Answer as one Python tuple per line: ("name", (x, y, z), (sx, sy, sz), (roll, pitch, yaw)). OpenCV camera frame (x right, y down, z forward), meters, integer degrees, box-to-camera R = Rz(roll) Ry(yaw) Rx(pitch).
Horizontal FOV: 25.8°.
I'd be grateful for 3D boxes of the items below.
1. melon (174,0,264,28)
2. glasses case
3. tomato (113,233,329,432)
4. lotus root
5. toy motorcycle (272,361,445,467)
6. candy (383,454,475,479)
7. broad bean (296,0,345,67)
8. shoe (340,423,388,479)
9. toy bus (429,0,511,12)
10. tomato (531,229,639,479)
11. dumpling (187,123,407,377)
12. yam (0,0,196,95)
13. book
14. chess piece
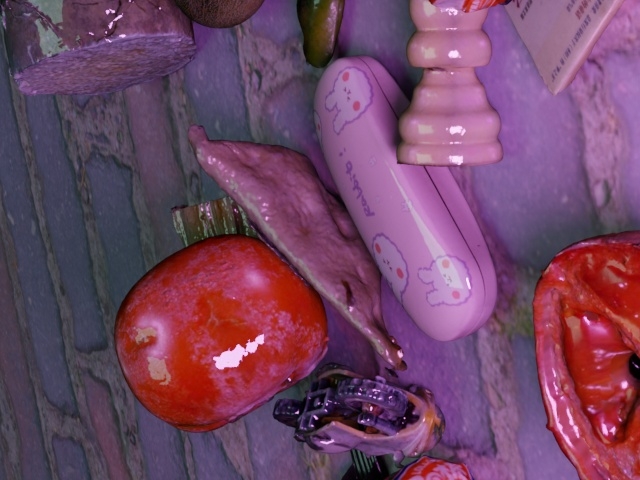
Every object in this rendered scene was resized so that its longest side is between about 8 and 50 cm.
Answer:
("melon", (-0.104, -0.294, 1.480), (0.114, 0.114, 0.167), (55, 141, 31))
("glasses case", (0.076, -0.043, 1.324), (0.296, 0.075, 0.113), (64, 149, 21))
("tomato", (-0.108, 0.094, 1.489), (0.188, 0.232, 0.232), (61, 147, 7))
("lotus root", (-0.095, 0.007, 1.628), (0.143, 0.070, 0.144), (-2, 102, 40))
("toy motorcycle", (0.042, 0.184, 1.430), (0.229, 0.130, 0.094), (-28, 47, 62))
("candy", (0.106, 0.368, 1.425), (0.124, 0.124, 0.365), (43, 144, 42))
("broad bean", (0.034, -0.274, 1.318), (0.292, 0.049, 0.144), (-33, 67, 61))
("shoe", (0.041, 0.258, 1.526), (0.062, 0.053, 0.159), (-22, 80, 55))
("toy bus", (0.097, -0.264, 1.134), (0.079, 0.077, 0.174), (110, 139, -64))
("tomato", (0.268, 0.094, 1.049), (0.228, 0.101, 0.228), (26, 126, 42))
("dumpling", (0.002, -0.002, 1.450), (0.086, 0.166, 0.332), (-42, 78, 10))
("yam", (-0.278, -0.351, 1.654), (0.241, 0.241, 0.348), (1, 100, 58))
("book", (0.160, -0.285, 1.103), (0.201, 0.026, 0.289), (113, 136, -62))
("chess piece", (0.110, -0.151, 1.214), (0.094, 0.094, 0.170), (15, 112, 56))
